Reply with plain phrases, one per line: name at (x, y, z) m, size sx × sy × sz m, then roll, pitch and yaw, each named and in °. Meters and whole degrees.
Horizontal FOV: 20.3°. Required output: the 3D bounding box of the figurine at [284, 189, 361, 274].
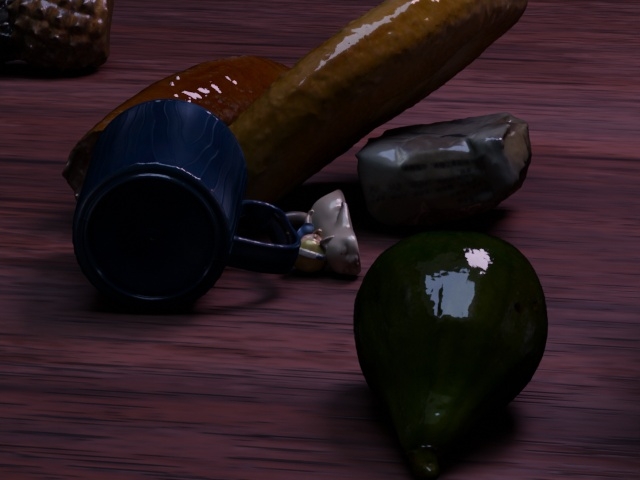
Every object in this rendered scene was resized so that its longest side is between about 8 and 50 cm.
figurine at (0.000, 0.000, 1.288) m, size 0.050 × 0.047 × 0.083 m, roll -15°, pitch 27°, yaw 0°

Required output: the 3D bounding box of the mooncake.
mooncake at (0.102, -0.054, 1.381) m, size 0.125 × 0.073 × 0.130 m, roll -7°, pitch 14°, yaw 19°

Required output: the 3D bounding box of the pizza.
pizza at (0.028, -0.120, 1.405) m, size 0.365 × 0.074 × 0.182 m, roll -38°, pitch -5°, yaw -15°

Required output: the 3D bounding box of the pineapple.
pineapple at (-0.330, -0.219, 1.823) m, size 0.237 × 0.119 × 0.111 m, roll -4°, pitch 64°, yaw -1°

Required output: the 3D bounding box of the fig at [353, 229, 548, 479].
fig at (0.071, 0.064, 1.021) m, size 0.117 × 0.117 × 0.177 m, roll 4°, pitch 30°, yaw 9°

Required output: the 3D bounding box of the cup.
cup at (-0.094, -0.027, 1.238) m, size 0.150 × 0.114 × 0.138 m, roll -10°, pitch 21°, yaw 4°

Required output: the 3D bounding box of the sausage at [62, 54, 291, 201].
sausage at (-0.090, -0.094, 1.456) m, size 0.076 × 0.103 × 0.302 m, roll 21°, pitch 27°, yaw 27°
